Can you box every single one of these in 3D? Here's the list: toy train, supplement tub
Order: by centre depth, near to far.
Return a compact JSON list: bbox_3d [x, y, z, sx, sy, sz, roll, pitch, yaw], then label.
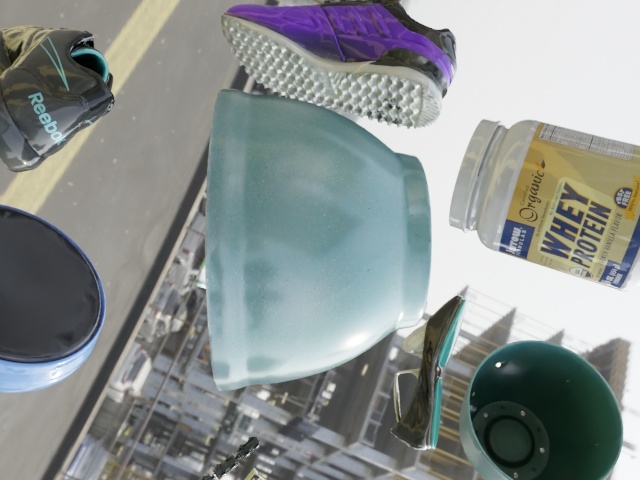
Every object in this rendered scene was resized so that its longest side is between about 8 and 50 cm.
[{"bbox_3d":[0.390,-0.067,1.048,0.228,0.316,0.228,-53,153,-42],"label":"supplement tub"},{"bbox_3d":[-0.176,0.415,1.175,0.158,0.027,0.036,-37,169,-21],"label":"toy train"}]

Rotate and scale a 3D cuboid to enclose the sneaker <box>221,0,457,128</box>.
[{"bbox_3d":[0.029,-0.241,0.779,0.146,0.293,0.102,-62,165,-22],"label":"sneaker"}]

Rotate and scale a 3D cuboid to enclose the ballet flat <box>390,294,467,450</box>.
[{"bbox_3d":[0.183,0.223,1.136,0.095,0.096,0.281,45,58,-65],"label":"ballet flat"}]

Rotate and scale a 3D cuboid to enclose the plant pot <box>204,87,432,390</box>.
[{"bbox_3d":[0.000,0.000,0.643,0.293,0.196,0.293,-179,-90,-86],"label":"plant pot"}]

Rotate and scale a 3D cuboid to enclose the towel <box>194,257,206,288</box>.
[{"bbox_3d":[-0.244,0.051,1.570,0.152,0.023,0.113,-65,155,-4],"label":"towel"}]

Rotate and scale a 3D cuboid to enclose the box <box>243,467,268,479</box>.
[{"bbox_3d":[-0.084,0.605,1.394,0.087,0.232,0.058,-48,-178,-11],"label":"box"}]

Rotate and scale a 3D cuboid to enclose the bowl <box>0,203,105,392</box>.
[{"bbox_3d":[-0.580,0.090,1.192,0.077,0.391,0.391,-41,-167,26],"label":"bowl"}]

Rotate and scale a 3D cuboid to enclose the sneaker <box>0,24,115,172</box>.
[{"bbox_3d":[-0.244,-0.147,0.599,0.101,0.106,0.267,66,-4,-37],"label":"sneaker"}]

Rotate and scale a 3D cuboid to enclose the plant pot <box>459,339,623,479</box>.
[{"bbox_3d":[0.414,0.380,1.303,0.235,0.292,0.293,95,16,-61],"label":"plant pot"}]
